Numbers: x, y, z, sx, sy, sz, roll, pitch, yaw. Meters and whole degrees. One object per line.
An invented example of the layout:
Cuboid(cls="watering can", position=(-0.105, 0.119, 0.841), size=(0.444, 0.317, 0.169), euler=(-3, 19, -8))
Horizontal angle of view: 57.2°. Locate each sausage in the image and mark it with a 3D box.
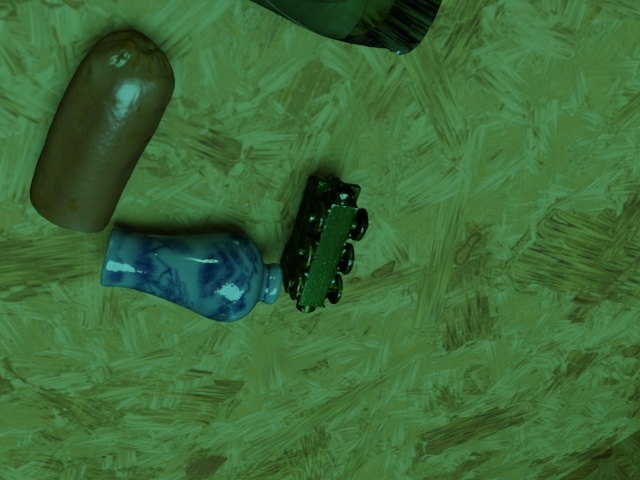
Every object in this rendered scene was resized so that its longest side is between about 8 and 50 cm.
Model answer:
Cuboid(cls="sausage", position=(-0.268, -0.133, 0.721), size=(0.114, 0.113, 0.259), euler=(19, 120, -31))

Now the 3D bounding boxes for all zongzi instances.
Cuboid(cls="zongzi", position=(0.047, -0.273, 0.587), size=(0.289, 0.317, 0.154), euler=(14, 110, -28))

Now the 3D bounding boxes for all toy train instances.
Cuboid(cls="toy train", position=(0.000, 0.000, 0.910), size=(0.090, 0.137, 0.225), euler=(9, 120, -19))

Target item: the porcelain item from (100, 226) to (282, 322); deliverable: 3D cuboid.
Cuboid(cls="porcelain item", position=(-0.188, 0.046, 0.881), size=(0.259, 0.141, 0.141), euler=(11, 123, -15))
